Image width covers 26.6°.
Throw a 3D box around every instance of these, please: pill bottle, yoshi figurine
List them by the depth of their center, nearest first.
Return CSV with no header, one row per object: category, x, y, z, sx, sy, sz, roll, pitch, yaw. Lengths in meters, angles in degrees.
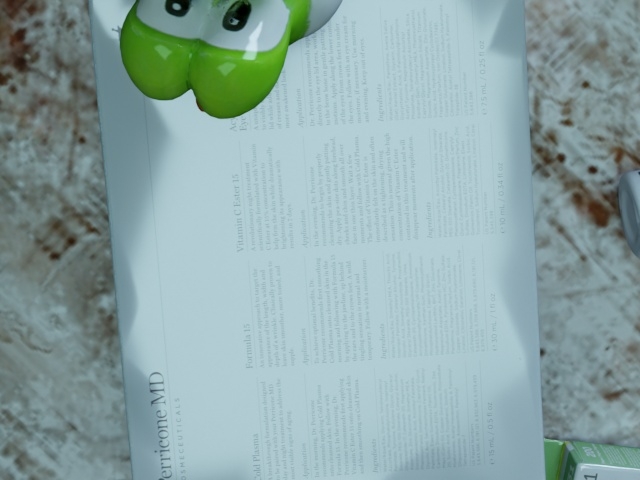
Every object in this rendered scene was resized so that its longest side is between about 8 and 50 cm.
yoshi figurine,-0.016,-0.237,0.751,0.204,0.362,0.203,-9,139,30
pill bottle,0.279,-0.027,0.974,0.116,0.065,0.065,-11,104,0

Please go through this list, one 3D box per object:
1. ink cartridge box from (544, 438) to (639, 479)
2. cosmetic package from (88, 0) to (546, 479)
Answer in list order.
ink cartridge box,0.179,0.237,1.044,0.235,0.056,0.171,7,104,-6
cosmetic package,0.000,0.000,0.938,0.285,0.097,0.377,-4,99,-4
